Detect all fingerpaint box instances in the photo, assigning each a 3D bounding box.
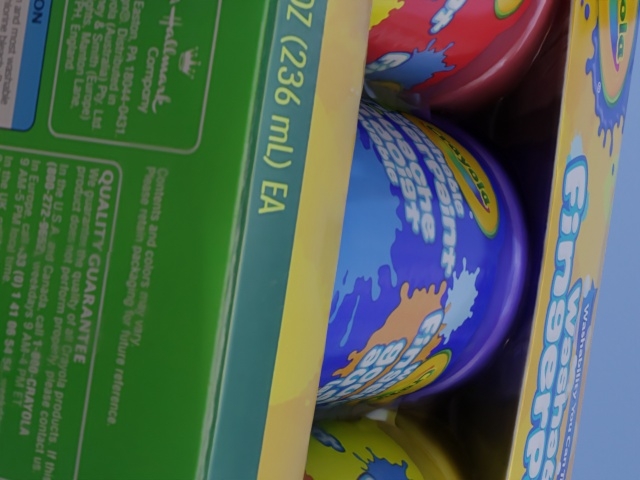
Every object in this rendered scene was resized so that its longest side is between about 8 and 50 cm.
[{"bbox_3d":[0.000,0.000,0.635,0.163,0.371,0.444,9,-90,29],"label":"fingerpaint box"}]
